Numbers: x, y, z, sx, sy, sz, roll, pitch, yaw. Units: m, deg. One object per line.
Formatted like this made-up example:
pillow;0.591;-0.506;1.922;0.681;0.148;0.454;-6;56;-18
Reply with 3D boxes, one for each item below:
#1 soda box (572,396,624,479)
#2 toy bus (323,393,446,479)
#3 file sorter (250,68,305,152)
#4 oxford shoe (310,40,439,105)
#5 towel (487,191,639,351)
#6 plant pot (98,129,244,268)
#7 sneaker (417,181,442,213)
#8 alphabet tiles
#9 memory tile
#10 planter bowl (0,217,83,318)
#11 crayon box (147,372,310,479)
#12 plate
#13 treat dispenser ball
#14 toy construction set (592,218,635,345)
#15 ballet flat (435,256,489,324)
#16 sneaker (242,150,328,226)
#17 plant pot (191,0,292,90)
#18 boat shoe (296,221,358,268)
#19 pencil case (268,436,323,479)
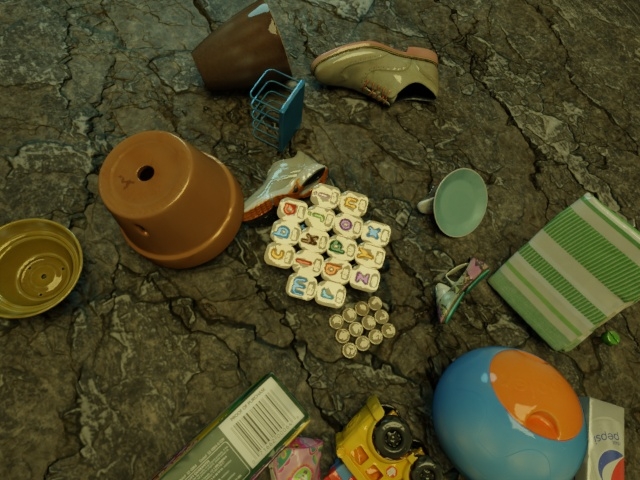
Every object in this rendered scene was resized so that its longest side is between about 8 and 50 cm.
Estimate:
soda box;0.610;0.510;0.942;0.091;0.098;0.286;19;67;-2
toy bus;0.121;0.469;0.859;0.211;0.149;0.220;-40;83;-7
file sorter;-0.117;-0.343;1.103;0.104;0.170;0.118;27;68;5
oxford shoe;0.171;-0.478;1.221;0.397;0.140;0.146;-5;78;-9
towel;0.586;0.082;0.969;0.038;0.325;0.248;-12;54;-42
plant pot;-0.335;-0.102;0.918;0.291;0.203;0.290;-2;71;5
sneaker;0.326;-0.126;1.165;0.158;0.061;0.065;-23;50;-19
alphabet tiles;0.018;0.010;0.997;0.278;0.021;0.284;15;80;0
memory tile;0.101;0.208;1.015;0.148;0.012;0.113;-22;75;-16
planter bowl;-0.617;0.068;0.903;0.217;0.090;0.217;3;70;-8
crayon box;-0.202;0.397;0.729;0.363;0.313;0.106;-40;84;-21
plate;0.377;-0.102;1.134;0.188;0.024;0.188;-5;102;-24
treat dispenser ball;0.377;0.364;0.854;0.288;0.288;0.288;3;69;-8
toy construction set;0.728;0.059;1.056;0.257;0.237;0.309;33;68;4
ballet flat;0.345;0.121;1.064;0.079;0.077;0.221;36;62;25
sneaker;-0.113;-0.138;1.077;0.262;0.099;0.121;-34;61;-20
plant pot;-0.224;-0.506;1.143;0.230;0.215;0.215;-22;74;-1
boat shoe;0.000;0.000;1.045;0.228;0.068;0.081;35;69;4
pencil case;-0.052;0.532;0.805;0.124;0.124;0.284;1;71;-9
